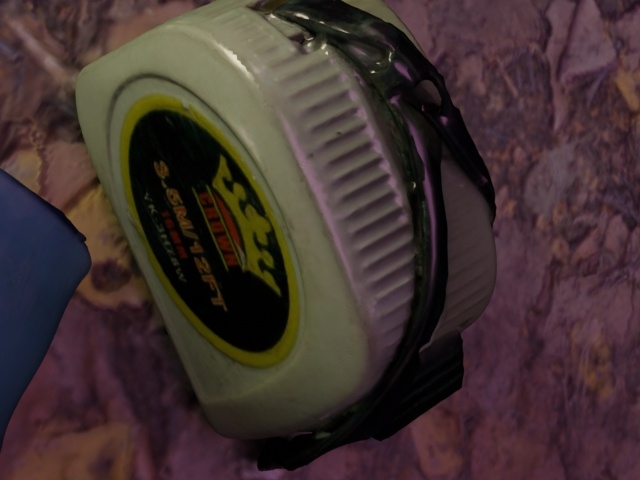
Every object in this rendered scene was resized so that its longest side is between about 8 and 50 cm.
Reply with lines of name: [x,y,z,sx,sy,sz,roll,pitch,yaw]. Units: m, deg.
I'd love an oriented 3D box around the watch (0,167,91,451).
watch: [-0.185,0.004,0.413,0.193,0.211,0.211,32,71,-23]

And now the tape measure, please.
tape measure: [0.000,0.000,0.530,0.115,0.207,0.235,-29,101,-34]
